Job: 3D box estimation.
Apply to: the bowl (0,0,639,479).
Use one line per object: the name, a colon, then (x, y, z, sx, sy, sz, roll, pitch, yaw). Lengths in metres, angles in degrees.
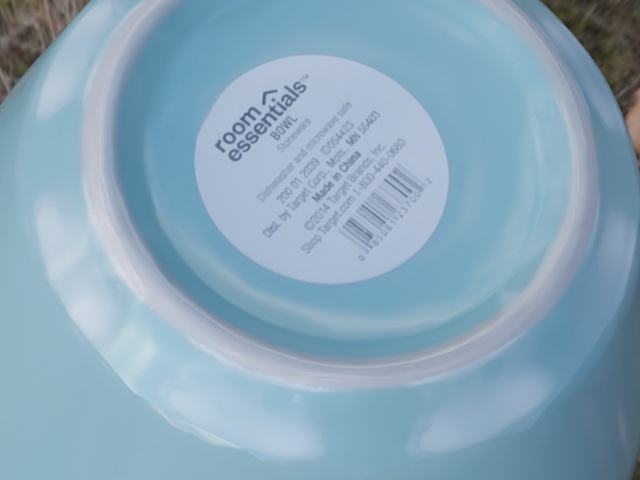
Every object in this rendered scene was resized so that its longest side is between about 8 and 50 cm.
bowl: (0.000, 0.000, 0.681, 0.312, 0.163, 0.311, 4, 65, -8)
